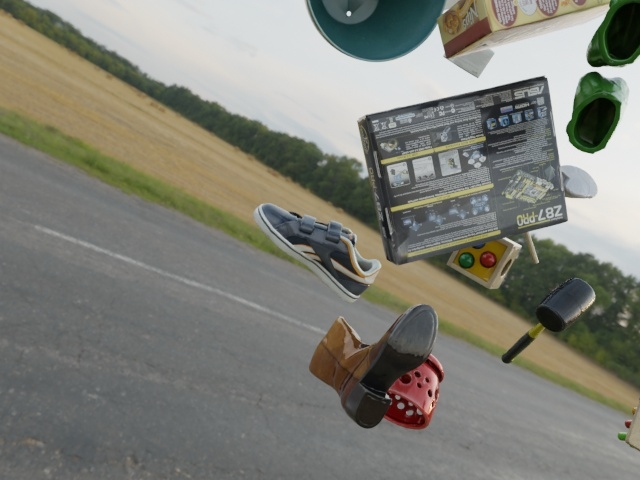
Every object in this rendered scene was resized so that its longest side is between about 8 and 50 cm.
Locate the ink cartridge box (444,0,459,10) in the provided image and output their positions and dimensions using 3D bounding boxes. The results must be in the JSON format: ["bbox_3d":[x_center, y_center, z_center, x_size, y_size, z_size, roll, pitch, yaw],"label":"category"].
[{"bbox_3d":[0.277,-0.768,1.558,0.066,0.261,0.296,-107,174,-63],"label":"ink cartridge box"}]

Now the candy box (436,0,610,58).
[{"bbox_3d":[0.400,-0.430,1.052,0.317,0.087,0.183,-16,6,-11],"label":"candy box"}]

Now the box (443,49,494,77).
[{"bbox_3d":[0.439,-0.552,1.697,0.102,0.087,0.101,25,22,-19],"label":"box"}]

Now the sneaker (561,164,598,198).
[{"bbox_3d":[0.717,-0.170,1.800,0.269,0.101,0.153,12,-20,-8],"label":"sneaker"}]

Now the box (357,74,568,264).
[{"bbox_3d":[0.304,-0.148,1.207,0.395,0.317,0.097,-15,8,-7],"label":"box"}]

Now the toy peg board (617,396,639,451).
[{"bbox_3d":[0.817,0.458,1.389,0.161,0.160,0.079,32,-19,0],"label":"toy peg board"}]

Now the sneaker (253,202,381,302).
[{"bbox_3d":[0.000,0.000,1.322,0.321,0.127,0.126,39,20,-14],"label":"sneaker"}]

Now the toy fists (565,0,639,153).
[{"bbox_3d":[0.495,-0.289,0.982,0.096,0.279,0.142,21,31,26],"label":"toy fists"}]

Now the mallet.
[{"bbox_3d":[0.265,0.103,0.686,0.039,0.062,0.189,48,-18,21],"label":"mallet"}]

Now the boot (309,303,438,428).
[{"bbox_3d":[0.100,0.215,1.174,0.096,0.264,0.280,25,1,-21],"label":"boot"}]

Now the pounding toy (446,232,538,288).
[{"bbox_3d":[0.451,0.016,1.433,0.181,0.205,0.094,33,14,30],"label":"pounding toy"}]

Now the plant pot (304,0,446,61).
[{"bbox_3d":[0.089,-0.521,1.176,0.290,0.290,0.195,28,9,-22],"label":"plant pot"}]

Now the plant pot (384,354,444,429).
[{"bbox_3d":[0.242,0.399,1.581,0.191,0.174,0.191,24,-36,19],"label":"plant pot"}]
